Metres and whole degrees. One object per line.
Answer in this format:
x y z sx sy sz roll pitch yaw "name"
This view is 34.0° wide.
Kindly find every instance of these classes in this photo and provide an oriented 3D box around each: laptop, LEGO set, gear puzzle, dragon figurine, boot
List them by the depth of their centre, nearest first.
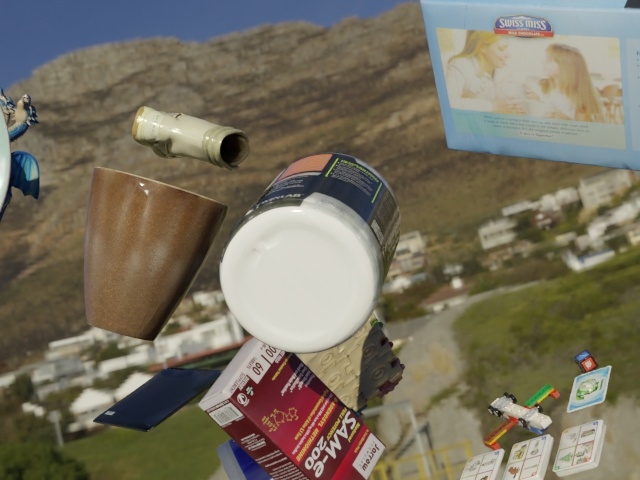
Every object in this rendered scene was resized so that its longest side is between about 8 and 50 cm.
0.273 0.227 1.261 0.182 0.060 0.244 -25 16 32 "LEGO set"
-0.190 -0.158 1.694 0.165 0.077 0.213 15 0 15 "boot"
-0.518 -0.103 1.716 0.085 0.289 0.144 6 18 27 "dragon figurine"
-0.196 0.285 1.729 0.264 0.137 0.234 27 -18 -28 "laptop"
0.056 0.221 1.899 0.175 0.044 0.339 -40 23 7 "gear puzzle"

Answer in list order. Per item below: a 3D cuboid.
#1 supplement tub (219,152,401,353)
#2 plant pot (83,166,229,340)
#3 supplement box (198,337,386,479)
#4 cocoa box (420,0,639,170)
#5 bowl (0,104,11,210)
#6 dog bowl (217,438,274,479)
0.000 0.000 1.337 0.193 0.194 0.316 -19 13 17 "supplement tub"
-0.274 0.029 1.596 0.215 0.230 0.215 16 -3 1 "plant pot"
-0.035 0.253 1.422 0.073 0.239 0.130 -33 15 47 "supplement box"
0.331 -0.243 1.258 0.347 0.228 0.231 10 -43 29 "cocoa box"
-0.587 -0.117 1.406 0.163 0.312 0.311 3 -2 30 "bowl"
-0.095 0.499 2.079 0.104 0.265 0.265 -31 -11 -5 "dog bowl"
